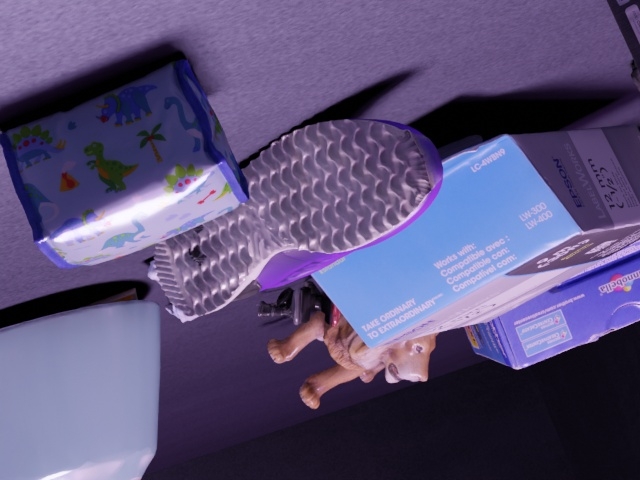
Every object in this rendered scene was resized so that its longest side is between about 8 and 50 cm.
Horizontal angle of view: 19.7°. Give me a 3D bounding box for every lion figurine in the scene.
[{"bbox_3d":[0.086,0.105,2.374,0.240,0.142,0.392,-33,-179,19],"label":"lion figurine"}]

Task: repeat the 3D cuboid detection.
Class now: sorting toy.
[{"bbox_3d":[-0.216,0.069,1.782,0.083,0.012,0.062,-20,171,-8],"label":"sorting toy"}]

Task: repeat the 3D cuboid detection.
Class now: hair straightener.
[{"bbox_3d":[-0.026,0.063,2.020,0.089,0.047,0.230,3,-175,-2],"label":"hair straightener"}]

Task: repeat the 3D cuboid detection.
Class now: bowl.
[{"bbox_3d":[-0.280,0.181,1.764,0.311,0.163,0.311,-17,171,-3],"label":"bowl"}]

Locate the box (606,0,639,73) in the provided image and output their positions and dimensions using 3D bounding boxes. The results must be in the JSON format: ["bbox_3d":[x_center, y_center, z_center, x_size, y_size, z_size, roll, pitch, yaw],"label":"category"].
[{"bbox_3d":[0.278,-0.131,1.093,0.183,0.231,0.056,-26,173,30],"label":"box"}]

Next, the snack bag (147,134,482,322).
[{"bbox_3d":[0.000,0.000,1.805,0.342,0.037,0.323,-21,171,-3],"label":"snack bag"}]

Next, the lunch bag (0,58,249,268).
[{"bbox_3d":[-0.117,-0.038,1.160,0.129,0.096,0.151,-22,161,2],"label":"lunch bag"}]

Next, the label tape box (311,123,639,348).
[{"bbox_3d":[0.145,-0.001,1.694,0.249,0.115,0.348,-31,170,31],"label":"label tape box"}]

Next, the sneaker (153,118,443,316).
[{"bbox_3d":[0.004,-0.032,1.482,0.293,0.102,0.146,-24,176,42],"label":"sneaker"}]

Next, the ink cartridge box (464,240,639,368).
[{"bbox_3d":[0.297,0.027,2.079,0.270,0.151,0.395,-22,-178,-2],"label":"ink cartridge box"}]

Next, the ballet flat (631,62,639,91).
[{"bbox_3d":[0.319,-0.138,1.689,0.057,0.049,0.173,-24,170,19],"label":"ballet flat"}]
